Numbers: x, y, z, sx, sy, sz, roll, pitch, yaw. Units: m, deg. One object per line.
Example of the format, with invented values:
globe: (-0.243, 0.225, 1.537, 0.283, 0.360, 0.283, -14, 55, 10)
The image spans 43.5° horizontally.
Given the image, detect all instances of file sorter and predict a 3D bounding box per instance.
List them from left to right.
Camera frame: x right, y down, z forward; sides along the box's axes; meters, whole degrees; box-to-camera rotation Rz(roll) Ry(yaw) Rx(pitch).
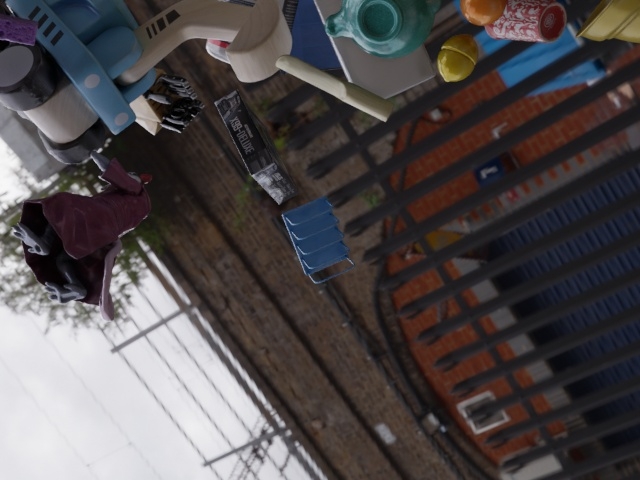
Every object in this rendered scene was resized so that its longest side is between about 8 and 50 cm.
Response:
file sorter: (0.000, 0.000, 1.943, 0.104, 0.118, 0.170, -135, 23, -70)

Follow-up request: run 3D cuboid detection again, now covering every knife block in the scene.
knife block: (-0.414, -0.365, 1.928, 0.275, 0.242, 0.088, 38, -112, -3)

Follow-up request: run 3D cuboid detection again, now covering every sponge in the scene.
sponge: (-0.482, -0.293, 1.057, 0.210, 0.031, 0.117, 7, -165, -22)

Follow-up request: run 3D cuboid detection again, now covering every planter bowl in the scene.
planter bowl: (0.459, -0.339, 1.100, 0.090, 0.217, 0.217, 40, -154, 1)

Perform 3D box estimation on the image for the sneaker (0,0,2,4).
sneaker: (-0.633, -0.547, 1.533, 0.104, 0.147, 0.296, 26, -145, -47)

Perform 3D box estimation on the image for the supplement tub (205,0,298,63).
supplement tub: (-0.151, -0.546, 1.867, 0.191, 0.272, 0.191, 14, -162, -4)

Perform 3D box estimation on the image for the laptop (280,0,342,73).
laptop: (0.071, -0.657, 2.057, 0.408, 0.381, 0.236, 97, 165, -68)

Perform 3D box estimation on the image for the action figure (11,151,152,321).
action figure: (-0.435, -0.053, 1.632, 0.275, 0.248, 0.370, 23, -144, 15)

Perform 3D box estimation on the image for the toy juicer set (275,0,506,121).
toy juicer set: (0.117, -0.293, 1.129, 0.209, 0.329, 0.089, 44, -147, -8)

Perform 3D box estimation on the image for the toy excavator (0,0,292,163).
toy excavator: (-0.331, -0.334, 1.373, 0.433, 0.445, 0.222, 45, 172, 29)

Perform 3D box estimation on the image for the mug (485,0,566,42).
mug: (0.484, -0.537, 1.881, 0.113, 0.150, 0.169, -5, -158, -32)

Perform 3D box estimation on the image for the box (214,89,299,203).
box: (-0.174, -0.256, 2.269, 0.242, 0.076, 0.307, 62, -176, 17)

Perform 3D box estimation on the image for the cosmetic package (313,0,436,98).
cosmetic package: (0.087, -0.354, 1.373, 0.225, 0.138, 0.224, 64, -172, -7)
